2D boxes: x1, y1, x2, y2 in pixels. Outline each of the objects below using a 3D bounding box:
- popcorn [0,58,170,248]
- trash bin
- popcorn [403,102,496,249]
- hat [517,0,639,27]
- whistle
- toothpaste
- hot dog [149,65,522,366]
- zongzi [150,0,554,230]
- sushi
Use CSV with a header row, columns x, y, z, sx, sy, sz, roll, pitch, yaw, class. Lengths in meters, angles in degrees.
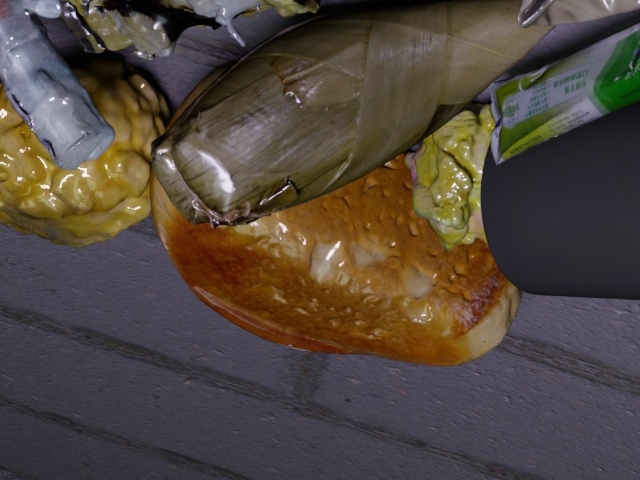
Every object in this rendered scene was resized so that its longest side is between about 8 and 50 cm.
x,y,z,sx,sy,sz,roll,pitch,yaw,class
-0.274,-0.094,1.413,0.250,0.190,0.250,7,157,3,popcorn
0.318,-0.042,1.125,0.334,0.214,0.214,1,146,44,trash bin
0.143,-0.061,1.273,0.126,0.125,0.145,-23,144,4,popcorn
0.217,-0.248,0.990,0.166,0.173,0.144,-7,-168,-1,hat
-0.304,-0.211,1.192,0.346,0.142,0.134,54,-176,12,whistle
0.216,-0.128,1.071,0.047,0.078,0.248,6,163,-33,toothpaste
0.001,-0.002,1.393,0.405,0.185,0.223,28,148,-16,hot dog
0.036,-0.121,1.113,0.300,0.274,0.145,-14,108,39,zongzi
-0.109,-0.214,1.157,0.291,0.131,0.139,-6,130,36,sushi
